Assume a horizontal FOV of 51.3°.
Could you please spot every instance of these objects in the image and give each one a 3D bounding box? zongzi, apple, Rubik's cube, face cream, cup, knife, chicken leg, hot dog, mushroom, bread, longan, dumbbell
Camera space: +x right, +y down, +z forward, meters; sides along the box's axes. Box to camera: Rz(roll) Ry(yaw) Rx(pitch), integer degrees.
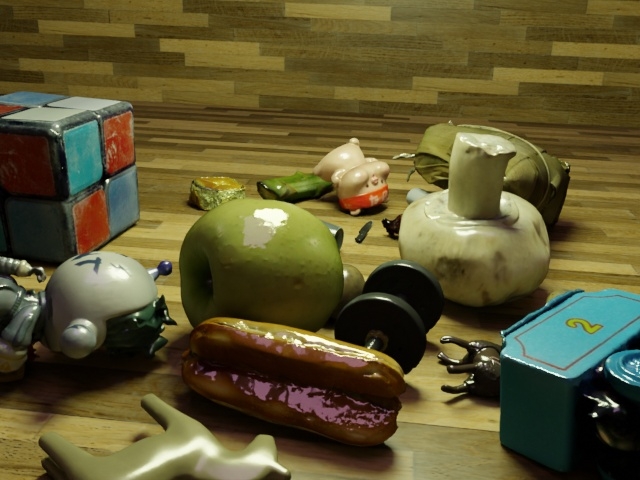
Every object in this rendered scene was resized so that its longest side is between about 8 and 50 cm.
[{"bbox_3d":[0.341,-0.216,1.658,0.500,0.218,0.467,29,7,33],"label":"zongzi"},{"bbox_3d":[-0.094,0.058,1.091,0.279,0.279,0.279,2,21,-1],"label":"apple"},{"bbox_3d":[-0.624,-0.151,1.507,0.316,0.318,0.313,6,23,13],"label":"Rubik's cube"},{"bbox_3d":[0.315,-0.088,1.789,0.084,0.057,0.198,2,20,-32],"label":"face cream"},{"bbox_3d":[0.000,0.000,1.511,0.077,0.078,0.100,16,43,23],"label":"cup"},{"bbox_3d":[0.111,-0.025,1.670,0.023,0.010,0.170,13,21,13],"label":"knife"},{"bbox_3d":[0.265,-0.026,1.616,0.234,0.063,0.105,12,28,20],"label":"chicken leg"},{"bbox_3d":[-0.048,0.188,0.932,0.337,0.135,0.100,10,1,18],"label":"hot dog"},{"bbox_3d":[0.304,-0.047,1.294,0.315,0.336,0.314,2,31,-1],"label":"mushroom"},{"bbox_3d":[-0.280,-0.128,1.820,0.140,0.069,0.128,-9,24,-36],"label":"bread"},{"bbox_3d":[0.029,0.098,1.228,0.119,0.106,0.106,-35,16,14],"label":"longan"},{"bbox_3d":[0.116,0.125,1.084,0.143,0.143,0.325,9,22,18],"label":"dumbbell"}]

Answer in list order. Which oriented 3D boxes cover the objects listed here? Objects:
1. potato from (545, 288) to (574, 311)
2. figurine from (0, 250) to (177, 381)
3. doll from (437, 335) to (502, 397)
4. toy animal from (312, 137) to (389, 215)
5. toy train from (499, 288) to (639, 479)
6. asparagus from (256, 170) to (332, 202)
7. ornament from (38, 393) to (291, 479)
[{"bbox_3d":[0.460,0.137,1.185,0.092,0.070,0.138,-8,21,-11],"label":"potato"},{"bbox_3d":[-0.414,0.115,1.018,0.382,0.186,0.261,-4,27,-27],"label":"figurine"},{"bbox_3d":[0.265,0.196,1.040,0.165,0.057,0.139,7,18,0],"label":"doll"},{"bbox_3d":[0.095,-0.166,1.824,0.171,0.171,0.197,-22,67,-48],"label":"toy animal"},{"bbox_3d":[0.392,0.191,0.897,0.300,0.187,0.265,-19,24,-38],"label":"toy train"},{"bbox_3d":[-0.058,-0.154,1.897,0.082,0.085,0.343,3,12,36],"label":"asparagus"},{"bbox_3d":[-0.178,0.265,0.803,0.245,0.061,0.230,19,25,41],"label":"ornament"}]
